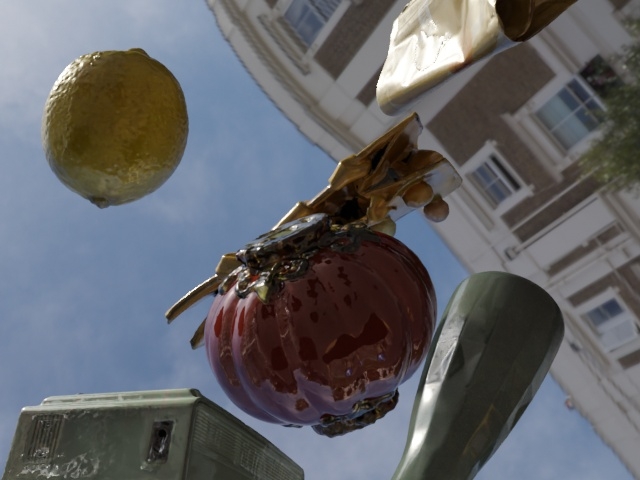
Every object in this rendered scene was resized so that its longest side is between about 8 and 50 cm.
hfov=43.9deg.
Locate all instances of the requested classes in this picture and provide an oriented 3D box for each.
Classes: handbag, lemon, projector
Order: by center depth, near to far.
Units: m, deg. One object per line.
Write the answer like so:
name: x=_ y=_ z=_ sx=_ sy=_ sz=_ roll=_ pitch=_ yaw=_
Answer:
projector: x=-0.086 y=0.133 z=0.453 sx=0.147 sy=0.115 sz=0.061 roll=54 pitch=-147 yaw=-53
handbag: x=0.000 y=0.000 z=1.055 sx=0.133 sy=0.401 sz=0.283 roll=55 pitch=-171 yaw=8
lemon: x=-0.351 y=-0.196 z=1.364 sx=0.267 sy=0.267 sz=0.267 roll=15 pitch=-125 yaw=-23

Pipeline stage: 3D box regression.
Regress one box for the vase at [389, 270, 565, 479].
vase: x=0.092 y=0.118 z=0.525 sx=0.086 sy=0.086 sz=0.214 roll=40 pitch=-130 yaw=-4

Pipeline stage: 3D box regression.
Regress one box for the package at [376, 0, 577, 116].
package: x=0.205 y=-0.335 z=1.164 sx=0.221 sy=0.311 sz=0.165 roll=-39 pitch=-83 yaw=-25

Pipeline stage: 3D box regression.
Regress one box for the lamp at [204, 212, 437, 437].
lamp: x=0.003 y=0.085 z=0.753 sx=0.226 sy=0.227 sz=0.227 roll=15 pitch=-125 yaw=-23
